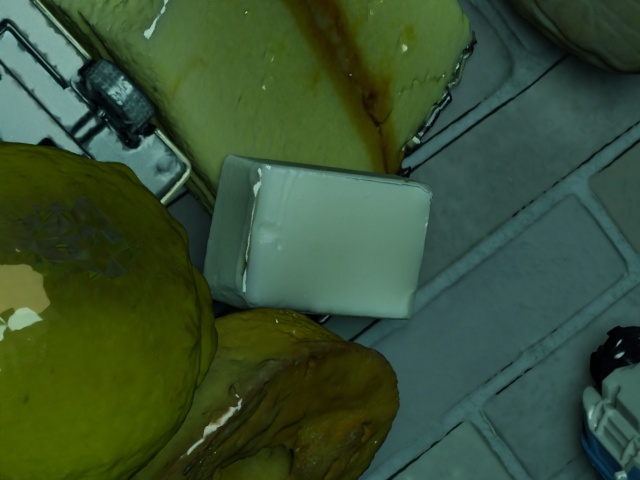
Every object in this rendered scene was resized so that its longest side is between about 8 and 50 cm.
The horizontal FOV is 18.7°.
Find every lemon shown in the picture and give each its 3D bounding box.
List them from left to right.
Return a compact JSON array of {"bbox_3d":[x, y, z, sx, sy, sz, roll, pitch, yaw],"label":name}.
[{"bbox_3d":[-0.235,0.063,1.317,0.316,0.285,0.285,-17,86,3],"label":"lemon"}]

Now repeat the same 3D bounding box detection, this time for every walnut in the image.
[{"bbox_3d":[0.260,-0.251,1.661,0.224,0.224,0.224,1,82,-10],"label":"walnut"}]

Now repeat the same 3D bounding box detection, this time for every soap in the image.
[{"bbox_3d":[0.000,0.000,1.593,0.183,0.064,0.121,6,96,-35],"label":"soap"}]

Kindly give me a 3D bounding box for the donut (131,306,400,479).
[{"bbox_3d":[-0.073,0.160,1.519,0.277,0.277,0.108,-39,63,-13],"label":"donut"}]

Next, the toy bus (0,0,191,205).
[{"bbox_3d":[-0.285,-0.130,1.532,0.177,0.202,0.365,-43,98,-8],"label":"toy bus"}]

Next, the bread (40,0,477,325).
[{"bbox_3d":[-0.052,-0.203,1.681,0.346,0.242,0.405,-46,126,-16],"label":"bread"}]

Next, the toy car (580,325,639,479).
[{"bbox_3d":[0.378,0.153,1.642,0.314,0.198,0.166,-13,118,-15],"label":"toy car"}]
